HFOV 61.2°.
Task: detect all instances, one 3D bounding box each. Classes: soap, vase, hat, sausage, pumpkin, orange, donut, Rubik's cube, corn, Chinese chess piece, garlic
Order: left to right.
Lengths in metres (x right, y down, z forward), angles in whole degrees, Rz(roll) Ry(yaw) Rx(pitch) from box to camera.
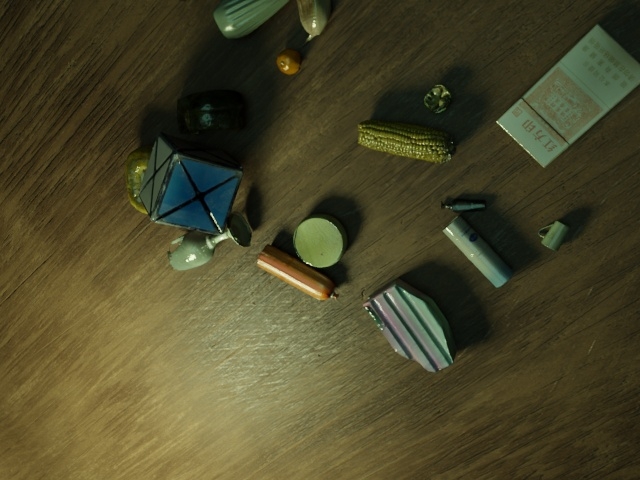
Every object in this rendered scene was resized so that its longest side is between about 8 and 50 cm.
[{"bbox_3d":[-0.612,-0.223,2.000,0.209,0.128,0.261,-5,102,18],"label":"donut"},{"bbox_3d":[-0.439,-0.195,1.832,0.255,0.260,0.259,43,113,52],"label":"Rubik's cube"},{"bbox_3d":[-0.382,-0.446,1.899,0.281,0.190,0.139,16,114,60],"label":"pumpkin"},{"bbox_3d":[-0.219,-0.756,1.758,0.248,0.128,0.128,-24,94,12],"label":"vase"},{"bbox_3d":[-0.104,-0.587,1.776,0.084,0.083,0.083,4,103,17],"label":"orange"},{"bbox_3d":[-0.073,0.124,1.922,0.312,0.093,0.092,28,109,9],"label":"sausage"},{"bbox_3d":[-0.028,-0.729,1.727,0.129,0.090,0.198,0,109,34],"label":"garlic"},{"bbox_3d":[0.000,0.000,1.877,0.189,0.083,0.188,3,102,14],"label":"Chinese chess piece"},{"bbox_3d":[0.268,-0.316,1.701,0.318,0.115,0.115,14,106,15],"label":"corn"},{"bbox_3d":[0.316,0.286,1.821,0.193,0.109,0.323,-36,89,22],"label":"soap"},{"bbox_3d":[0.366,-0.432,1.669,0.077,0.059,0.076,-42,71,16],"label":"hat"}]

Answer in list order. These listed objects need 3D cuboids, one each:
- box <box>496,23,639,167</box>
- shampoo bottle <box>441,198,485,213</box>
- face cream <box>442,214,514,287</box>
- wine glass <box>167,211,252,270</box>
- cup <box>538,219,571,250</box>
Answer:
[{"bbox_3d":[0.717,-0.409,1.561,0.204,0.051,0.365,46,111,3],"label":"box"},{"bbox_3d":[0.455,-0.110,1.728,0.137,0.027,0.048,-1,89,18],"label":"shampoo bottle"},{"bbox_3d":[0.500,0.034,1.719,0.250,0.077,0.077,47,112,3],"label":"face cream"},{"bbox_3d":[-0.411,0.012,1.982,0.321,0.143,0.143,-23,94,21],"label":"wine glass"},{"bbox_3d":[0.716,-0.019,1.658,0.055,0.075,0.083,19,108,-25],"label":"cup"}]
